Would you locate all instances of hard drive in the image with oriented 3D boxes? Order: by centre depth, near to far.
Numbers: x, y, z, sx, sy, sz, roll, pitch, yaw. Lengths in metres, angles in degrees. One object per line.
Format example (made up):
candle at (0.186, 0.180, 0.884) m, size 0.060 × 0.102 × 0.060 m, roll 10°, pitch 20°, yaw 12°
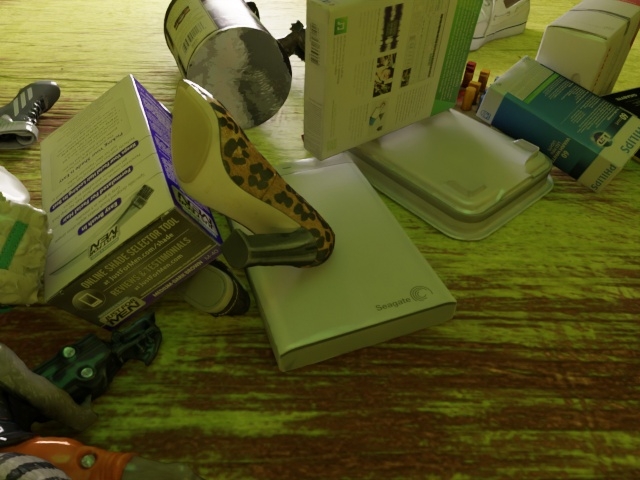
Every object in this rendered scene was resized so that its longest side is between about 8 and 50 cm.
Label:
hard drive at (0.000, 0.000, 0.689) m, size 0.233 × 0.047 × 0.353 m, roll -14°, pitch 46°, yaw -16°

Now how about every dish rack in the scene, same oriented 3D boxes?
dish rack at (0.221, -0.156, 0.848) m, size 0.286 × 0.072 × 0.333 m, roll -29°, pitch 53°, yaw -30°

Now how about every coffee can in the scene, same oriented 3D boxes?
coffee can at (-0.196, -0.381, 0.974) m, size 0.202 × 0.201 × 0.275 m, roll -14°, pitch 46°, yaw -17°

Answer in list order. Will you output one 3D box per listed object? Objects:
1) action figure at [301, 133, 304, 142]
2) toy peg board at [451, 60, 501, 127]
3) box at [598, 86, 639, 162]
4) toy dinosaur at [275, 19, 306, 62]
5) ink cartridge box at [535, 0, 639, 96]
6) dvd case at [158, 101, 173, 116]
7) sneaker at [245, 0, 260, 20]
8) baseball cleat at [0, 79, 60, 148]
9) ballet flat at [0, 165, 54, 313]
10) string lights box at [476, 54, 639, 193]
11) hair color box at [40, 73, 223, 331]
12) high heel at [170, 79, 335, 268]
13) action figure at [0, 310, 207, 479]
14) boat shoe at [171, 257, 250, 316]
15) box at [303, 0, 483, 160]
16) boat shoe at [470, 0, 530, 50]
action figure at (0.073, -0.289, 0.933) m, size 0.280 × 0.091 × 0.139 m, roll -27°, pitch 73°, yaw -21°
toy peg board at (0.320, -0.333, 1.031) m, size 0.161 × 0.079 × 0.161 m, roll 23°, pitch 48°, yaw 21°
box at (0.739, -0.221, 0.931) m, size 0.322 × 0.079 × 0.257 m, roll -17°, pitch 48°, yaw -19°
toy dinosaur at (0.021, -0.421, 1.074) m, size 0.314 × 0.160 × 0.121 m, roll 38°, pitch 86°, yaw 15°
ink cartridge box at (0.540, -0.367, 0.981) m, size 0.117 × 0.207 × 0.283 m, roll 31°, pitch 51°, yaw 28°
dvd case at (-0.328, -0.175, 0.881) m, size 0.180 × 0.022 × 0.253 m, roll -27°, pitch 51°, yaw -26°
sneaker at (-0.280, -0.555, 1.244) m, size 0.108 × 0.100 × 0.271 m, roll 16°, pitch 40°, yaw 35°
baseball cleat at (-0.560, -0.233, 0.913) m, size 0.110 × 0.072 × 0.206 m, roll 30°, pitch 53°, yaw 8°
ballet flat at (-0.434, -0.039, 0.594) m, size 0.409 × 0.146 × 0.147 m, roll 21°, pitch 45°, yaw 37°
string lights box at (0.435, -0.215, 0.861) m, size 0.260 × 0.076 × 0.133 m, roll 41°, pitch 65°, yaw 19°
hair color box at (-0.272, -0.069, 0.654) m, size 0.185 × 0.110 × 0.338 m, roll -35°, pitch 48°, yaw 5°
high heel at (-0.081, -0.080, 0.602) m, size 0.186 × 0.093 × 0.261 m, roll 0°, pitch 61°, yaw -54°
action figure at (-0.256, 0.154, 0.422) m, size 0.330 × 0.178 × 0.341 m, roll 25°, pitch 45°, yaw 21°
boat shoe at (-0.170, 0.044, 0.639) m, size 0.206 × 0.065 × 0.075 m, roll 29°, pitch 86°, yaw 39°
box at (0.117, -0.282, 0.755) m, size 0.322 × 0.232 × 0.058 m, roll -25°, pitch 52°, yaw -27°
boat shoe at (0.448, -0.625, 1.289) m, size 0.367 × 0.156 × 0.136 m, roll -23°, pitch 48°, yaw -25°
